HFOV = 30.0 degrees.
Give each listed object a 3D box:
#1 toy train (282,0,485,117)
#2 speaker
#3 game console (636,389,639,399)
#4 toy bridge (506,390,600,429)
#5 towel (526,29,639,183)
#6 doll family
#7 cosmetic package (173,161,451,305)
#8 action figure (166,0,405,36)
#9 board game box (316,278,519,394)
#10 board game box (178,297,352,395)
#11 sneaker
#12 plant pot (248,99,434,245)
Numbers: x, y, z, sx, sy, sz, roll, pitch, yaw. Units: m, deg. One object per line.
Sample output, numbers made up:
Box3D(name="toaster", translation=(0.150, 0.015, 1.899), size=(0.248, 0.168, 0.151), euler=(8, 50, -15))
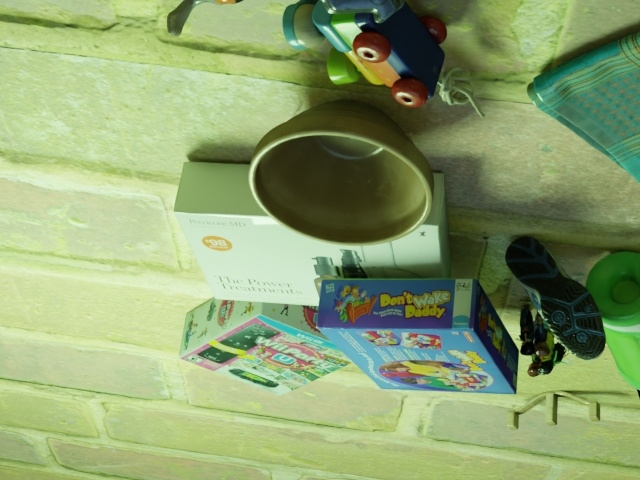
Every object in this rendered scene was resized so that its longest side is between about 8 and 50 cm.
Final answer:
Box3D(name="toy train", translation=(0.073, -0.201, 1.377), size=(0.143, 0.105, 0.248), euler=(2, 153, 37))
Box3D(name="speaker", translation=(0.494, 0.132, 1.837), size=(0.131, 0.131, 0.296), euler=(-4, 150, 24))
Box3D(name="game console", translation=(0.724, 0.238, 2.053), size=(0.362, 0.043, 0.213), euler=(-3, 150, 22))
Box3D(name="toy bridge", translation=(0.440, 0.320, 2.272), size=(0.188, 0.063, 0.026), euler=(-11, 146, 32))
Box3D(name="towel", translation=(0.460, -0.173, 1.366), size=(0.271, 0.040, 0.370), euler=(30, 146, -36))
Box3D(name="doll family", translation=(0.357, 0.162, 1.949), size=(0.076, 0.111, 0.193), euler=(-5, 149, 25))
Box3D(name="cosmetic package", translation=(0.000, 0.000, 1.775), size=(0.378, 0.097, 0.284), euler=(3, 150, 11))
Box3D(name="action figure", translation=(-0.054, -0.362, 1.106), size=(0.330, 0.178, 0.341), euler=(-11, 119, 22))
Box3D(name="board game box", translation=(0.160, 0.153, 1.839), size=(0.233, 0.078, 0.347), euler=(0, 158, 19))
Box3D(name="board game box", translation=(-0.082, 0.167, 2.114), size=(0.224, 0.097, 0.303), euler=(23, 148, -25))
Box3D(name="sneaker", translation=(0.353, 0.085, 1.747), size=(0.080, 0.211, 0.081), euler=(-34, 151, 11))
Box3D(name="plant pot", translation=(0.032, -0.102, 1.542), size=(0.238, 0.109, 0.237), euler=(7, 144, 5))
